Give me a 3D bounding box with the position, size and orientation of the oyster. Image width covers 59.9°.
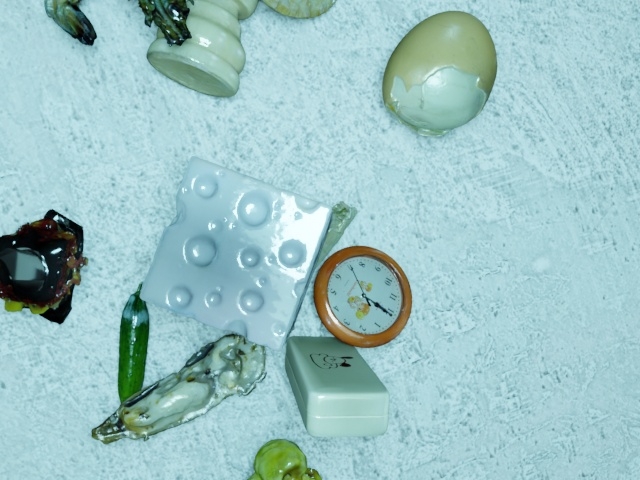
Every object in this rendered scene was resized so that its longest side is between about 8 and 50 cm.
[{"bbox_3d":[-0.260,0.278,1.047,0.344,0.078,0.129,-26,115,-18],"label":"oyster"}]

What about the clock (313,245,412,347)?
[{"bbox_3d":[0.085,0.109,1.097,0.205,0.051,0.206,5,71,-14],"label":"clock"}]

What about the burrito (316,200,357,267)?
[{"bbox_3d":[0.000,0.000,1.099,0.058,0.045,0.188,39,89,6],"label":"burrito"}]

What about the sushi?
[{"bbox_3d":[-0.487,0.045,0.961,0.153,0.150,0.172,33,87,-10],"label":"sushi"}]

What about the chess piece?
[{"bbox_3d":[-0.181,-0.427,0.994,0.166,0.167,0.300,20,86,-11],"label":"chess piece"}]

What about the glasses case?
[{"bbox_3d":[0.018,0.245,0.979,0.131,0.313,0.070,3,96,-10],"label":"glasses case"}]

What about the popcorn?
[{"bbox_3d":[-0.075,0.544,1.059,0.225,0.173,0.286,37,76,-25],"label":"popcorn"}]

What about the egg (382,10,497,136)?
[{"bbox_3d":[0.229,-0.318,1.047,0.201,0.201,0.245,29,76,-10],"label":"egg"}]

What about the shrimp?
[{"bbox_3d":[-0.349,-0.415,0.936,0.233,0.071,0.365,-40,70,9],"label":"shrimp"}]

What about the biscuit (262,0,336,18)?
[{"bbox_3d":[-0.041,-0.504,1.010,0.265,0.040,0.188,-18,112,-42],"label":"biscuit"}]

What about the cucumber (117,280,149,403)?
[{"bbox_3d":[-0.353,0.201,1.043,0.055,0.056,0.251,4,93,-10],"label":"cucumber"}]

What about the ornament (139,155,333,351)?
[{"bbox_3d":[-0.125,0.022,0.959,0.239,0.240,0.239,21,89,2],"label":"ornament"}]
